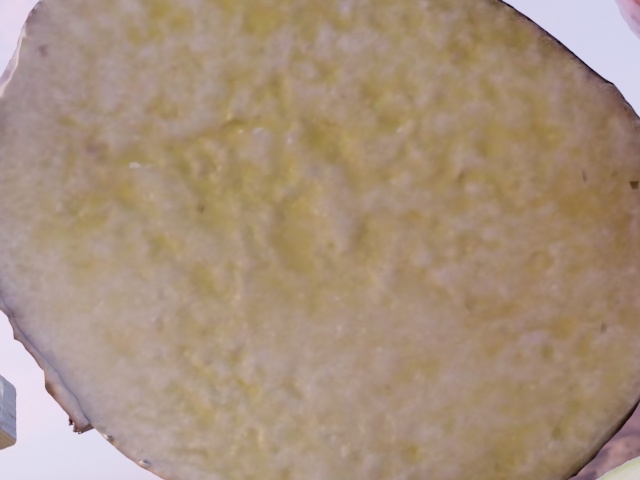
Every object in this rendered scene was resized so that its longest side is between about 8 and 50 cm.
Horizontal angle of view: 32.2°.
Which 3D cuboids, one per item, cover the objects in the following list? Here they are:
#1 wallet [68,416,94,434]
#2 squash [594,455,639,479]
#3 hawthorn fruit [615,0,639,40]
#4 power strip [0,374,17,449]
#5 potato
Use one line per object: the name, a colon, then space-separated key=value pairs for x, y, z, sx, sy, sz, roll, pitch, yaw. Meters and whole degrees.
wallet: x=-0.201 y=0.087 z=1.128 sx=0.124 sy=0.042 sz=0.230 roll=-18 pitch=-48 yaw=-35
squash: x=0.251 y=0.271 z=0.531 sx=0.210 sy=0.309 sz=0.233 roll=-32 pitch=5 yaw=32
hawthorn fruit: x=0.208 y=-0.195 z=0.446 sx=0.242 sy=0.241 sz=0.271 roll=-21 pitch=-40 yaw=10
power strip: x=-0.265 y=0.108 z=0.814 sx=0.032 sy=0.056 sz=0.123 roll=-19 pitch=-40 yaw=11
potato: x=0.000 y=0.000 z=0.489 sx=0.299 sy=0.239 sz=0.116 roll=19 pitch=-1 yaw=-10
